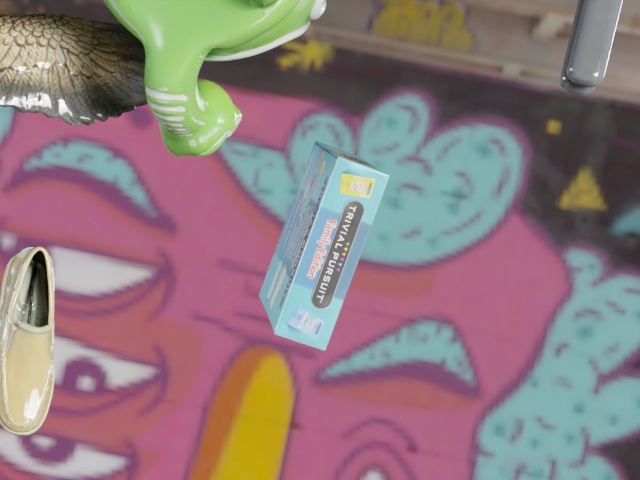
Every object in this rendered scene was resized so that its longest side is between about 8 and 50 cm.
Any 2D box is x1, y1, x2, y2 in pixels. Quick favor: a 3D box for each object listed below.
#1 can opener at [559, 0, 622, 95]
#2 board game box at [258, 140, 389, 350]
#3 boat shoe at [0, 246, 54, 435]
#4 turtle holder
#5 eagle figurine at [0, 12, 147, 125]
[{"bbox_3d":[0.356,-0.305,2.137,0.093,0.280,0.074,20,-14,0],"label":"can opener"},{"bbox_3d":[0.000,0.000,2.529,0.079,0.253,0.336,19,5,-8],"label":"board game box"},{"bbox_3d":[-0.295,0.098,1.782,0.068,0.190,0.072,3,-14,-22],"label":"boat shoe"},{"bbox_3d":[-0.077,-0.257,1.616,0.243,0.320,0.227,-18,-8,13],"label":"turtle holder"},{"bbox_3d":[-0.315,-0.220,1.663,0.298,0.225,0.226,-10,-30,8],"label":"eagle figurine"}]
